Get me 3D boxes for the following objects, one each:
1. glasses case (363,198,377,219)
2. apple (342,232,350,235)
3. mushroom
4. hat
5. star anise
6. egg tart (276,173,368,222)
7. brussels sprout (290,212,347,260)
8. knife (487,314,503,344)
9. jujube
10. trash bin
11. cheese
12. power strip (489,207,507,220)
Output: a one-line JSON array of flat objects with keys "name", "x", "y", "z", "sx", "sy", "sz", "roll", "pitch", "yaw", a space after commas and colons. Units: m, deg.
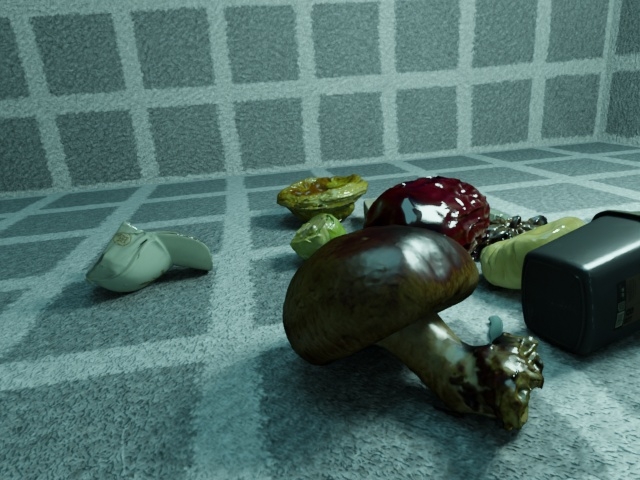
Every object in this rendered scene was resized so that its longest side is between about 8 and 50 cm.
[{"name": "glasses case", "x": 0.229, "y": -0.068, "z": 1.477, "sx": 0.144, "sy": 0.076, "sz": 0.336, "roll": -3, "pitch": 18, "yaw": 0}, {"name": "apple", "x": 0.096, "y": 0.034, "z": 1.160, "sx": 0.126, "sy": 0.102, "sz": 0.126, "roll": -4, "pitch": 20, "yaw": 1}, {"name": "mushroom", "x": 0.136, "y": 0.130, "z": 0.737, "sx": 0.334, "sy": 0.356, "sz": 0.331, "roll": -38, "pitch": 1, "yaw": 34}, {"name": "hat", "x": -0.441, "y": 0.064, "z": 1.179, "sx": 0.302, "sy": 0.167, "sz": 0.258, "roll": 13, "pitch": -10, "yaw": -24}, {"name": "star anise", "x": 0.524, "y": -0.014, "z": 1.216, "sx": 0.223, "sy": 0.108, "sz": 0.236, "roll": 7, "pitch": 23, "yaw": 42}, {"name": "egg tart", "x": 0.012, "y": -0.149, "z": 1.660, "sx": 0.352, "sy": 0.149, "sz": 0.352, "roll": -9, "pitch": 18, "yaw": 3}, {"name": "brussels sprout", "x": 0.003, "y": 0.002, "z": 1.250, "sx": 0.149, "sy": 0.122, "sz": 0.151, "roll": -40, "pitch": 13, "yaw": 6}, {"name": "knife", "x": 0.307, "y": 0.186, "z": 0.792, "sx": 0.028, "sy": 0.015, "sz": 0.210, "roll": 10, "pitch": 23, "yaw": 19}, {"name": "jujube", "x": 0.267, "y": -0.033, "z": 1.103, "sx": 0.258, "sy": 0.258, "sz": 0.377, "roll": 11, "pitch": 16, "yaw": 38}, {"name": "trash bin", "x": 0.520, "y": 0.068, "z": 0.812, "sx": 0.291, "sy": 0.209, "sz": 0.182, "roll": -17, "pitch": 24, "yaw": -20}, {"name": "cheese", "x": 0.479, "y": 0.031, "z": 1.007, "sx": 0.226, "sy": 0.117, "sz": 0.214, "roll": -21, "pitch": -1, "yaw": -31}, {"name": "power strip", "x": 0.585, "y": -0.094, "z": 1.549, "sx": 0.048, "sy": 0.030, "sz": 0.191, "roll": -6, "pitch": 18, "yaw": -10}]
